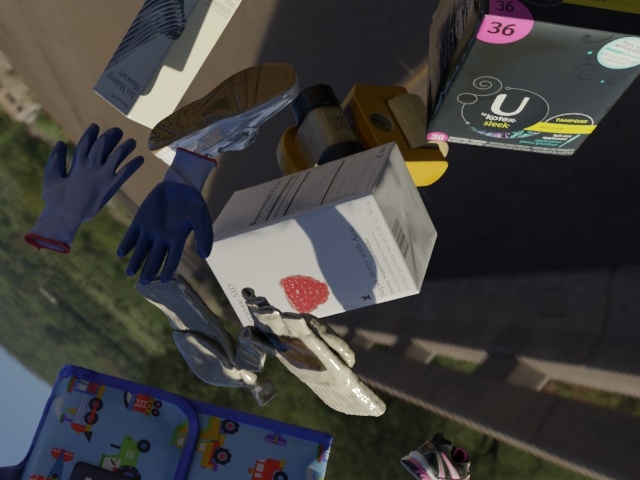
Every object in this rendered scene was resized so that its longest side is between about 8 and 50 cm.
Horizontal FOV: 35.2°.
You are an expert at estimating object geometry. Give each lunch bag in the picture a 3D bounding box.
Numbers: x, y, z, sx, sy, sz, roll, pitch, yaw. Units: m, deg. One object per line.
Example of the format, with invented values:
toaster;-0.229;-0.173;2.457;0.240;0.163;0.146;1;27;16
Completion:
lunch bag;-0.165;0.258;0.960;0.293;0.221;0.138;19;157;-11

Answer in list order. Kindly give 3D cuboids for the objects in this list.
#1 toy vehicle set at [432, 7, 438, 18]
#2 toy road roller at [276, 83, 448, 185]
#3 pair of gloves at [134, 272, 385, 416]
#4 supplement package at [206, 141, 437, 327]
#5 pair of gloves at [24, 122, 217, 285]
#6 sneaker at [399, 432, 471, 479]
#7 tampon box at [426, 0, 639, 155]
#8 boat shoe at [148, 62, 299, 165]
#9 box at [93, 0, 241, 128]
toy vehicle set;0.302;-0.447;1.750;0.165;0.267;0.035;-15;115;29
toy road roller;0.066;-0.166;2.028;0.241;0.329;0.203;-56;50;45
pair of gloves;-0.069;0.117;1.055;0.240;0.042;0.204;6;142;35
supplement package;0.000;0.000;1.527;0.178;0.292;0.175;63;-153;-22
pair of gloves;-0.195;-0.038;1.028;0.198;0.159;0.023;18;155;7
sneaker;0.184;0.329;1.404;0.072;0.077;0.178;38;169;43
tampon box;0.149;-0.145;0.708;0.120;0.102;0.161;6;157;-5
boat shoe;-0.140;-0.191;1.609;0.096;0.277;0.098;46;-149;-41
box;-0.262;-0.336;1.724;0.113;0.275;0.094;36;-172;31
